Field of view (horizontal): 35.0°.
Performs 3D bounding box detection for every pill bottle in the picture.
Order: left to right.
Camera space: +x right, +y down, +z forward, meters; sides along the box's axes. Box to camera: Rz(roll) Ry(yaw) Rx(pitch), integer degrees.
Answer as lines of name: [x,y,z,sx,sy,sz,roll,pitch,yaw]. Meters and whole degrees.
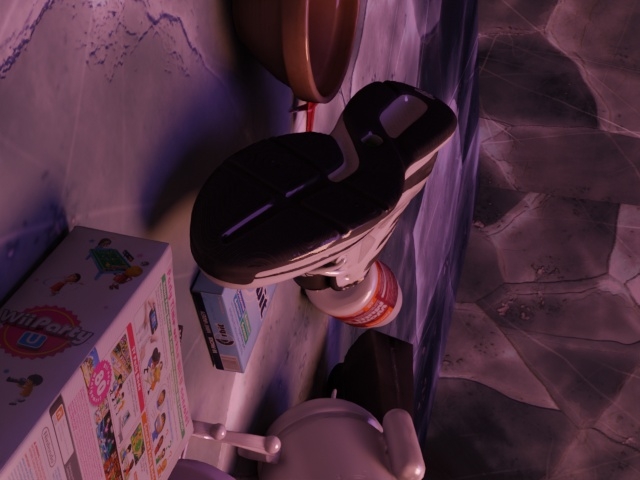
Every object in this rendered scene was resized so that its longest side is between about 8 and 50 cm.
pill bottle: [0.062,0.080,1.679,0.221,0.121,0.121,34,65,-67]

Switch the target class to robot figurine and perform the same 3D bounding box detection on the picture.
robot figurine: [0.022,0.362,1.435,0.200,0.300,0.353,47,10,-32]

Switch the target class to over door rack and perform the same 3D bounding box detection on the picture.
over door rack: [-0.111,0.353,1.235,0.324,0.108,0.239,56,45,-69]

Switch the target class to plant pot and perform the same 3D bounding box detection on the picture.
plant pot: [-0.032,-0.282,1.173,0.237,0.110,0.237,9,90,-76]

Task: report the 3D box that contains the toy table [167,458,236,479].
toy table: [-0.129,0.350,0.961,0.252,0.274,0.161,-51,161,17]

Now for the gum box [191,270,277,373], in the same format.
gum box: [-0.095,0.043,1.250,0.157,0.041,0.184,81,21,-47]

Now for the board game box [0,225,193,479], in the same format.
board game box: [-0.207,0.166,0.786,0.303,0.098,0.224,-61,156,-51]

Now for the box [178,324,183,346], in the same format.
box: [-0.170,0.125,1.054,0.083,0.018,0.067,-19,116,-74]

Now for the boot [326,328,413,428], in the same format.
boot: [0.032,0.415,1.717,0.146,0.367,0.445,30,35,-29]

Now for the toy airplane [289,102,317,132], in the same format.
toy airplane: [-0.010,-0.205,1.464,0.151,0.028,0.151,10,90,-76]

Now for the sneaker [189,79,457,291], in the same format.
sneaker: [0.001,0.000,1.187,0.447,0.169,0.257,-36,152,-48]
